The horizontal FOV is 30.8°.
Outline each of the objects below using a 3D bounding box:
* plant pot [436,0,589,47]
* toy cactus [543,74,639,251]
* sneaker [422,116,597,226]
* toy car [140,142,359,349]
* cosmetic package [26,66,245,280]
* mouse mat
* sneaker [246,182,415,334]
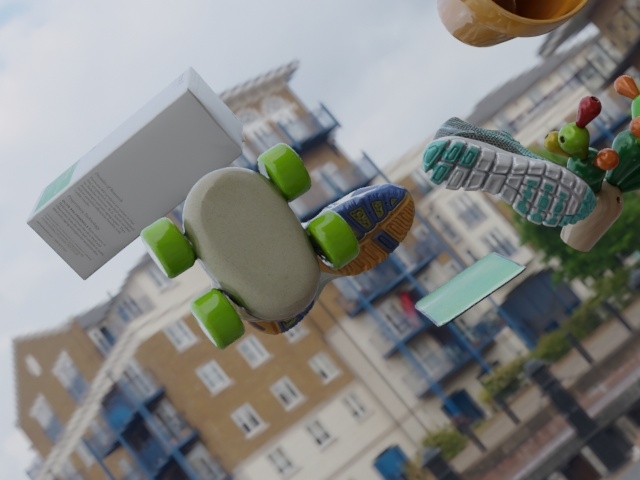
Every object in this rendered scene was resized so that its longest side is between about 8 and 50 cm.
[{"bbox_3d":[0.256,-0.363,1.636,0.205,0.205,0.188,-36,-1,-20],"label":"plant pot"},{"bbox_3d":[0.286,-0.076,1.154,0.219,0.112,0.180,-10,-47,-51],"label":"toy cactus"},{"bbox_3d":[0.177,-0.070,1.068,0.076,0.166,0.065,-75,10,-52],"label":"sneaker"},{"bbox_3d":[-0.070,0.018,1.097,0.155,0.149,0.188,-34,-6,-13],"label":"toy car"},{"bbox_3d":[-0.317,-0.120,2.037,0.365,0.155,0.197,-39,17,8],"label":"cosmetic package"},{"bbox_3d":[0.219,0.070,1.721,0.153,0.007,0.189,-34,10,-2],"label":"mouse mat"},{"bbox_3d":[0.000,0.000,1.614,0.296,0.112,0.131,-36,27,19],"label":"sneaker"}]
